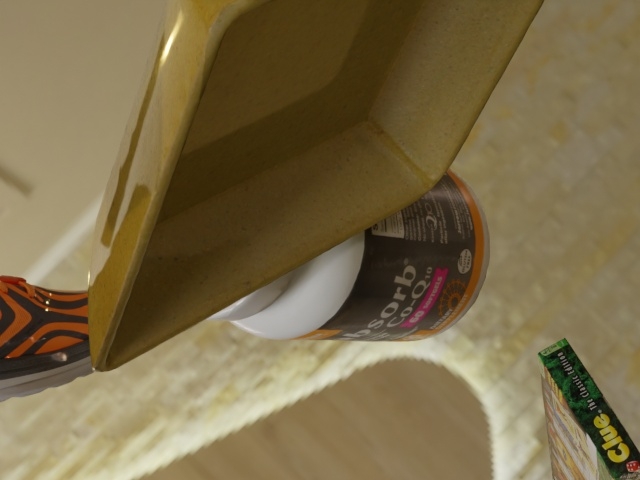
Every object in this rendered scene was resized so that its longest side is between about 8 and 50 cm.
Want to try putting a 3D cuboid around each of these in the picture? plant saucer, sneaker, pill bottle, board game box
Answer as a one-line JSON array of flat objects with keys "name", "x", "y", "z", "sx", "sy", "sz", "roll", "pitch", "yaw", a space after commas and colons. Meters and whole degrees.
[{"name": "plant saucer", "x": -0.003, "y": -0.099, "z": 0.973, "sx": 0.333, "sy": 0.081, "sz": 0.332, "roll": -29, "pitch": -23, "yaw": -37}, {"name": "sneaker", "x": -0.277, "y": 0.035, "z": 1.189, "sx": 0.321, "sy": 0.180, "sz": 0.125, "roll": -15, "pitch": 5, "yaw": -44}, {"name": "pill bottle", "x": 0.000, "y": 0.000, "z": 1.245, "sx": 0.278, "sy": 0.162, "sz": 0.162, "roll": 5, "pitch": -49, "yaw": -53}, {"name": "board game box", "x": 0.216, "y": 0.189, "z": 1.214, "sx": 0.030, "sy": 0.136, "sz": 0.259, "roll": -29, "pitch": -32, "yaw": -6}]
